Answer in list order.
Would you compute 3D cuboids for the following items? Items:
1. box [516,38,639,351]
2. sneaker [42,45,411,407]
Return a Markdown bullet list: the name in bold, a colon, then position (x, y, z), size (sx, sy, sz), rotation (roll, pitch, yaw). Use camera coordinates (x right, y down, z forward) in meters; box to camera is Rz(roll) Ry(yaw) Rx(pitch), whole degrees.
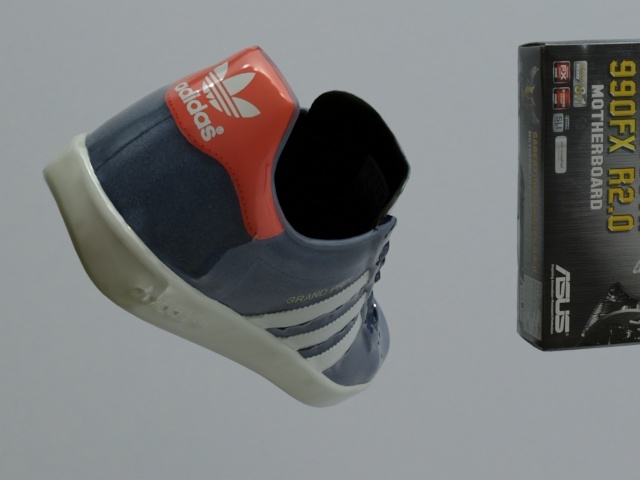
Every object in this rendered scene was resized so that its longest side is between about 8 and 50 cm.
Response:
- **box**: position (0.245, -0.038, 0.796), size (0.056, 0.183, 0.231), rotation (-138, -133, -76)
- **sneaker**: position (0.000, 0.000, 0.612), size (0.148, 0.350, 0.131), rotation (-37, -114, 9)
